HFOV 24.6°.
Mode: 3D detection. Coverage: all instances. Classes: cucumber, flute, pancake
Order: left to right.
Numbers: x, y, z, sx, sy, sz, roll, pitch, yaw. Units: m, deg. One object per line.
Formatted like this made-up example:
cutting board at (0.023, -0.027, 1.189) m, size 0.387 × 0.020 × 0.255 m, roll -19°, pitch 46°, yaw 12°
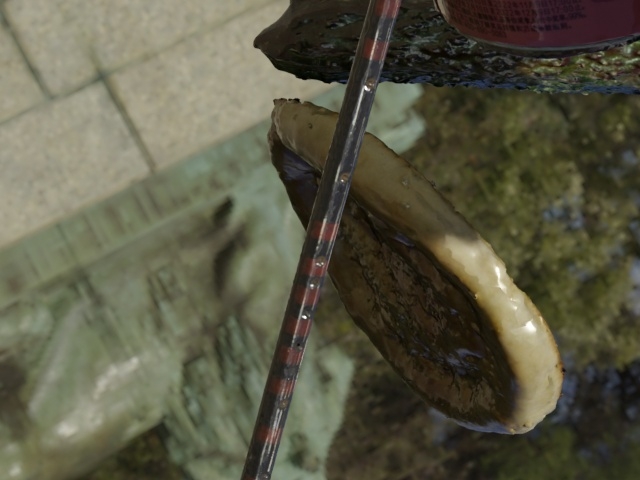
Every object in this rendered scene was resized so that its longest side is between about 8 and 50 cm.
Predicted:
flute at (0.000, 0.000, 0.586) m, size 0.014 × 0.014 × 0.270 m, roll -21°, pitch 130°, yaw -63°
pancake at (0.062, 0.023, 1.197) m, size 0.065 × 0.356 × 0.356 m, roll -34°, pitch 177°, yaw -12°
cucumber at (0.126, -0.162, 1.149) m, size 0.359 × 0.096 × 0.096 m, roll 4°, pitch 178°, yaw 3°

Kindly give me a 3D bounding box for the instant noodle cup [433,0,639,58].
instant noodle cup at (0.114, -0.236, 0.717) m, size 0.244 × 0.255 × 0.244 m, roll -10°, pitch -145°, yaw 7°
